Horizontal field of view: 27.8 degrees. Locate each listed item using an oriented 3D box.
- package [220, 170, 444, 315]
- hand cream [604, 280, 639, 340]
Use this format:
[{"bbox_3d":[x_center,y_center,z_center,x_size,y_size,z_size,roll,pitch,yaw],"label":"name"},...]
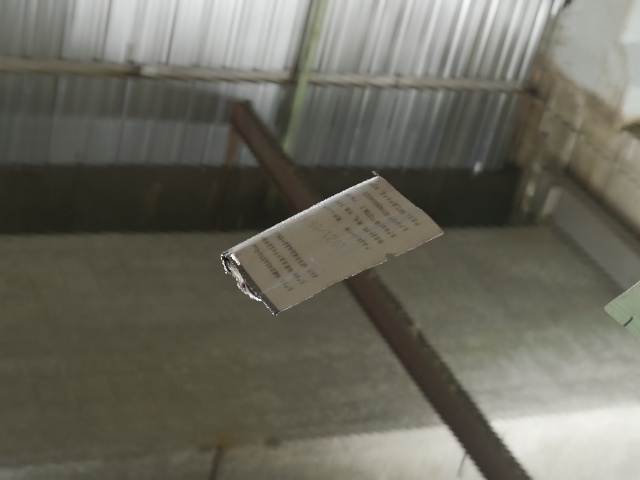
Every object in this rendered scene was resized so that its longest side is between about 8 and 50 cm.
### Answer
[{"bbox_3d":[0.000,0.000,1.421,0.204,0.062,0.251,-29,-164,-10],"label":"package"},{"bbox_3d":[0.441,0.037,1.556,0.205,0.050,0.078,-40,-133,-3],"label":"hand cream"}]
